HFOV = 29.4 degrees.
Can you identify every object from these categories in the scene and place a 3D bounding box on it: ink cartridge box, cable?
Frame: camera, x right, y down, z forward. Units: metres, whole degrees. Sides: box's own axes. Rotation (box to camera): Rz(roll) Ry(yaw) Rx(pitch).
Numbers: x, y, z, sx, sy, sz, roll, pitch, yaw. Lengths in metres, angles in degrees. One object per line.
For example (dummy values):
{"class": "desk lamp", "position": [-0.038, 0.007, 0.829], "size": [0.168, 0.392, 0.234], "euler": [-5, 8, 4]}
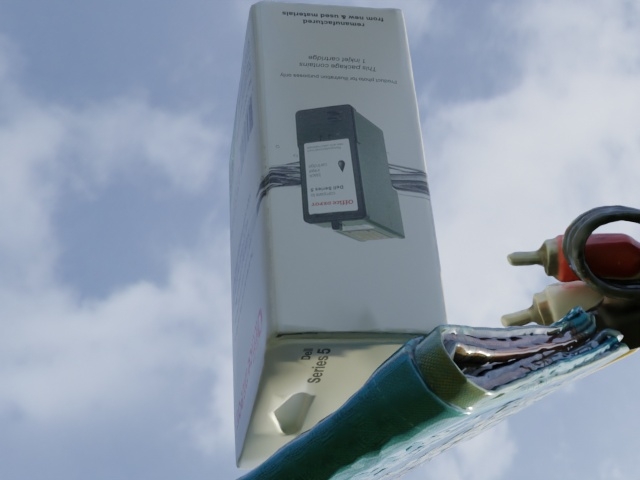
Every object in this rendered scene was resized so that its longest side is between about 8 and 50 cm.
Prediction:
{"class": "ink cartridge box", "position": [0.000, 0.000, 0.858], "size": [0.114, 0.273, 0.198], "euler": [2, -34, -9]}
{"class": "cable", "position": [0.265, 0.016, 0.826], "size": [0.287, 0.072, 0.140], "euler": [-13, -62, -3]}

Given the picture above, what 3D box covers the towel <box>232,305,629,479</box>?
{"class": "towel", "position": [-0.025, 0.144, 0.674], "size": [0.370, 0.271, 0.040], "euler": [-34, -105, 23]}
